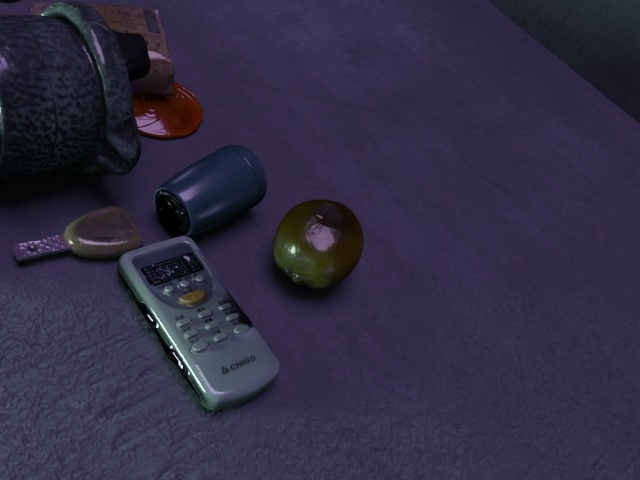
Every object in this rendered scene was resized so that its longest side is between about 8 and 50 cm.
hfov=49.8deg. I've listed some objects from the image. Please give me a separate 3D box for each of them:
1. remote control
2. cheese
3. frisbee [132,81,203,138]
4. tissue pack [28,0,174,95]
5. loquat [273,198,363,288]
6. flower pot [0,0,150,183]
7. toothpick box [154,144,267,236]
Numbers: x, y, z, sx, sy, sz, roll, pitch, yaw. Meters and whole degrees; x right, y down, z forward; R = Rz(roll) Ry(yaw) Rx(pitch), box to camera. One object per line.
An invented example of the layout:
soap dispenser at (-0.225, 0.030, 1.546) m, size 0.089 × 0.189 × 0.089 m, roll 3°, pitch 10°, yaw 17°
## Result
remote control at (-0.188, 0.120, 1.050) m, size 0.140 × 0.056 × 0.296 m, roll -20°, pitch 60°, yaw -36°
cheese at (-0.381, -0.001, 1.083) m, size 0.192 × 0.037 × 0.097 m, roll -17°, pitch 57°, yaw -36°
frisbee at (-0.327, -0.277, 1.375) m, size 0.192 × 0.035 × 0.192 m, roll 13°, pitch 45°, yaw -14°
tissue pack at (-0.425, -0.374, 1.335) m, size 0.257 × 0.123 × 0.215 m, roll -6°, pitch 52°, yaw -17°
loquat at (0.000, 0.000, 1.196) m, size 0.152 × 0.152 × 0.195 m, roll 31°, pitch 51°, yaw 3°
flower pot at (-0.414, -0.220, 1.103) m, size 0.283 × 0.299 × 0.299 m, roll -21°, pitch 61°, yaw -43°
toothpick box at (-0.193, -0.083, 1.197) m, size 0.120 × 0.120 × 0.184 m, roll 42°, pitch 49°, yaw 15°
